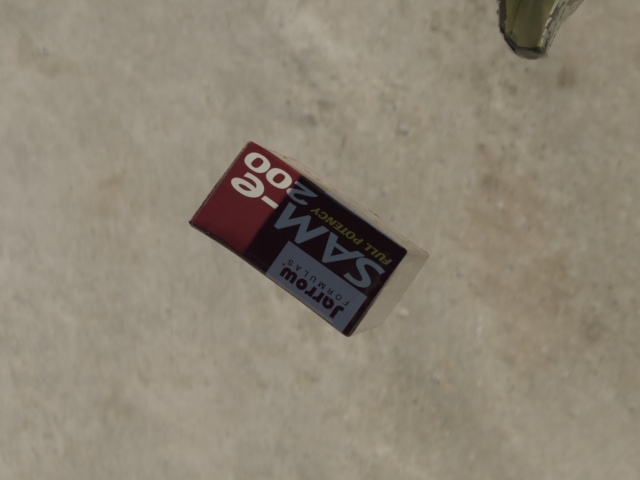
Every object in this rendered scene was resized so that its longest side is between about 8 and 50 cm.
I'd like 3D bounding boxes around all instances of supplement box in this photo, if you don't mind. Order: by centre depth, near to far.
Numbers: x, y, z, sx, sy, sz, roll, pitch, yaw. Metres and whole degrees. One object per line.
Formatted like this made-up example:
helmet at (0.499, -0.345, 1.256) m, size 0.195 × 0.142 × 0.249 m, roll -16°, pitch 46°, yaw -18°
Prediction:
supplement box at (0.000, 0.000, 1.219) m, size 0.130 × 0.239 × 0.073 m, roll 35°, pitch 94°, yaw 6°

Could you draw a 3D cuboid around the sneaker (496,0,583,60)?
sneaker at (0.253, -0.258, 0.981) m, size 0.182 × 0.158 × 0.410 m, roll 37°, pitch 98°, yaw 13°
